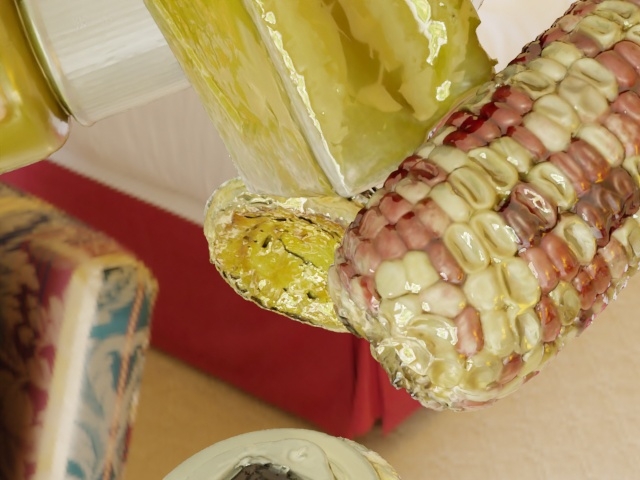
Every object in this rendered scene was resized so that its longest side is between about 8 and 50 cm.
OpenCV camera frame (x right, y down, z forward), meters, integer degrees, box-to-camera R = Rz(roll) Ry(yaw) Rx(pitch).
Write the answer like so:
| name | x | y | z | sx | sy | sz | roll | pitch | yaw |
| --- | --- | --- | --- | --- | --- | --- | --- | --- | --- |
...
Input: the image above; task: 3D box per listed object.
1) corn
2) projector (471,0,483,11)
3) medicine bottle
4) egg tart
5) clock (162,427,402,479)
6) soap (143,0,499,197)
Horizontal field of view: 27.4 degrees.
| name | x | y | z | sx | sy | sz | roll | pitch | yaw |
| --- | --- | --- | --- | --- | --- | --- | --- | --- | --- |
| corn | 0.123 | -0.052 | 0.515 | 0.290 | 0.098 | 0.098 | -42 | 44 | -11 |
| projector | 0.049 | -0.337 | 1.190 | 0.248 | 0.249 | 0.248 | 21 | 43 | 10 |
| medicine bottle | -0.327 | -0.171 | 1.238 | 0.384 | 0.224 | 0.224 | -19 | 35 | 1 |
| egg tart | 0.000 | 0.000 | 1.274 | 0.234 | 0.234 | 0.094 | 11 | 56 | 22 |
| clock | -0.048 | 0.219 | 1.027 | 0.236 | 0.053 | 0.236 | -11 | 33 | 8 |
| soap | -0.050 | -0.171 | 0.610 | 0.091 | 0.315 | 0.199 | -31 | 12 | -13 |
